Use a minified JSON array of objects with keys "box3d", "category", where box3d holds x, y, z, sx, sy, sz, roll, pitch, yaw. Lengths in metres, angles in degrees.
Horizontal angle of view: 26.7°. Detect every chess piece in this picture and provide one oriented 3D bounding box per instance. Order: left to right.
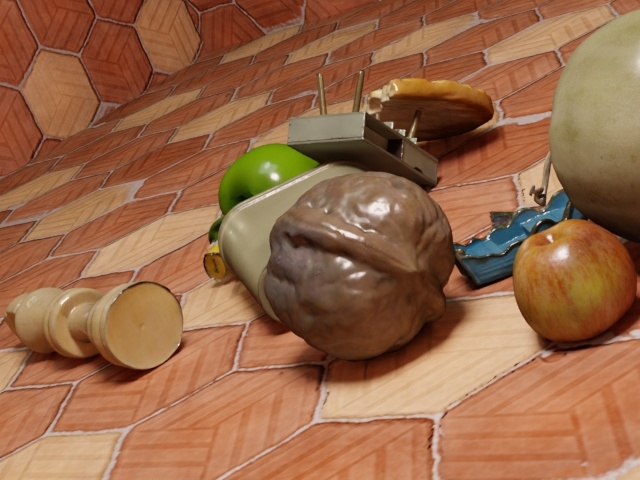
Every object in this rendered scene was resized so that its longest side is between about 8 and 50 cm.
[{"box3d":[-0.337,0.112,1.883,0.117,0.117,0.397,-34,18,-31],"category":"chess piece"}]

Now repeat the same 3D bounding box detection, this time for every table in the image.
[{"box3d":[0.067,-0.157,1.921,0.121,0.111,0.240,-1,-13,29],"category":"table"}]

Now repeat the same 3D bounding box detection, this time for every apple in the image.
[{"box3d":[0.250,0.038,1.333,0.126,0.102,0.126,-22,18,7],"category":"apple"}]

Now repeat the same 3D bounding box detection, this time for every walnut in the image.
[{"box3d":[0.047,0.029,1.483,0.224,0.224,0.224,-21,17,7],"category":"walnut"}]

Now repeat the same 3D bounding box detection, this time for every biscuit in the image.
[{"box3d":[0.164,-0.202,2.098,0.204,0.040,0.309,1,-9,-11],"category":"biscuit"}]

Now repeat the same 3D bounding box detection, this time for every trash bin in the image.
[{"box3d":[0.000,0.000,1.769,0.243,0.121,0.247,-26,20,-8],"category":"trash bin"}]

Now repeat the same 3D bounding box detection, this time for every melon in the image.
[{"box3d":[0.376,-0.115,1.380,0.308,0.272,0.272,27,46,33],"category":"melon"}]

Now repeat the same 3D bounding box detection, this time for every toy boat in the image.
[{"box3d":[0.233,-0.018,1.564,0.185,0.077,0.075,-23,19,-4],"category":"toy boat"}]

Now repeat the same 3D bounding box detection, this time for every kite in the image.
[{"box3d":[0.230,-0.013,1.680,0.159,0.010,0.190,-20,16,14],"category":"kite"}]

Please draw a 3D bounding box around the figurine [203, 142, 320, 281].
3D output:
[{"box3d":[-0.087,-0.046,2.005,0.162,0.143,0.263,-18,27,38],"category":"figurine"}]
